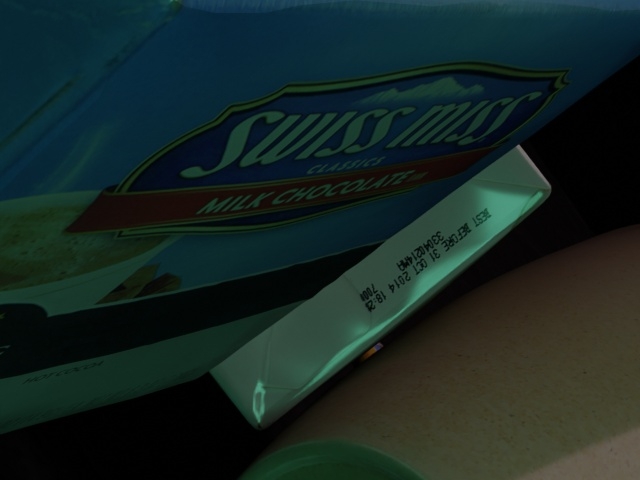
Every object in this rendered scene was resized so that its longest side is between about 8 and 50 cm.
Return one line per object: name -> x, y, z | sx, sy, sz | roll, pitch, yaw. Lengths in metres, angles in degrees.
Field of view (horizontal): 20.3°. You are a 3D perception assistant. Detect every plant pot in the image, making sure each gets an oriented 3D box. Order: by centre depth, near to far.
plant pot -> 0.087, 0.122, 0.691 | 0.274, 0.256, 0.256 | -3, 53, -55

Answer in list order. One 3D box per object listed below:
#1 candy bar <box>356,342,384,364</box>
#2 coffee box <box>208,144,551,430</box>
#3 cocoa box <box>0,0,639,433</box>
candy bar -> 0.054, 0.107, 1.063 | 0.040, 0.018, 0.161 | 33, 20, -53
coffee box -> 0.000, 0.000, 0.756 | 0.098, 0.141, 0.246 | 52, -5, 4
cocoa box -> -0.109, -0.142, 0.496 | 0.231, 0.228, 0.347 | -9, 67, -54
